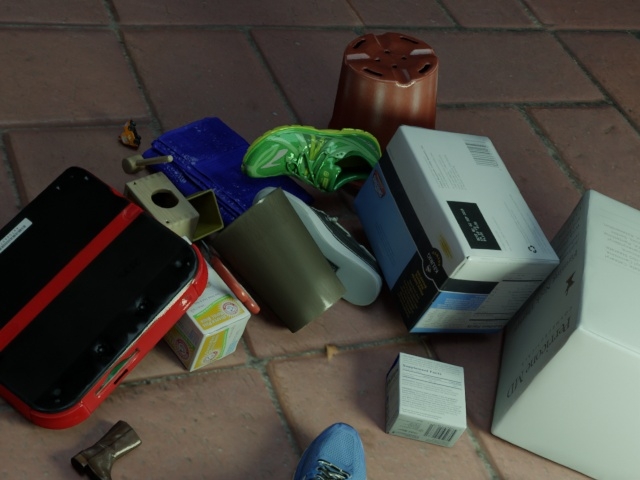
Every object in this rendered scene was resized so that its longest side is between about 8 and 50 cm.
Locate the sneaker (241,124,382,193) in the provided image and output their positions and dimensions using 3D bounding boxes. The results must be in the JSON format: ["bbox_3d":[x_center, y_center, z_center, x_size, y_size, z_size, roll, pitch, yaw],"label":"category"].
[{"bbox_3d":[-0.012,-0.162,1.917,0.296,0.109,0.123,-5,48,-14],"label":"sneaker"}]

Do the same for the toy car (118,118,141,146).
[{"bbox_3d":[-0.397,-0.196,1.949,0.041,0.060,0.122,-15,40,6],"label":"toy car"}]

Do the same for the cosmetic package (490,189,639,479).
[{"bbox_3d":[0.550,0.186,1.754,0.327,0.329,0.393,24,42,-2],"label":"cosmetic package"}]

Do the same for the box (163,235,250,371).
[{"bbox_3d":[-0.232,0.110,1.664,0.103,0.114,0.203,-22,59,-39],"label":"box"}]

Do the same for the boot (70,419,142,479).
[{"bbox_3d":[-0.310,0.338,1.467,0.106,0.037,0.114,40,41,15],"label":"boot"}]

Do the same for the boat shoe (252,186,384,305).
[{"bbox_3d":[0.003,-0.003,1.859,0.306,0.113,0.105,36,27,-2],"label":"boat shoe"}]

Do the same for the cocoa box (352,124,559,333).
[{"bbox_3d":[0.251,-0.018,1.848,0.231,0.228,0.347,4,47,-30],"label":"cocoa box"}]

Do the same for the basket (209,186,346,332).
[{"bbox_3d":[-0.069,0.043,1.736,0.154,0.204,0.227,-39,90,-34],"label":"basket"}]

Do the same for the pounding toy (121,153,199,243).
[{"bbox_3d":[-0.326,-0.077,1.763,0.094,0.181,0.206,-24,60,-38],"label":"pounding toy"}]

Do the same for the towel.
[{"bbox_3d":[-0.186,-0.135,1.958,0.308,0.076,0.228,40,46,18],"label":"towel"}]

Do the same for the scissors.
[{"bbox_3d":[-0.192,0.033,1.730,0.021,0.109,0.297,-41,46,-1],"label":"scissors"}]

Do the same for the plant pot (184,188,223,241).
[{"bbox_3d":[-0.252,-0.048,1.833,0.083,0.081,0.081,0,20,46],"label":"plant pot"}]

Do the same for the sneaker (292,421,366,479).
[{"bbox_3d":[0.015,0.408,1.448,0.130,0.147,0.330,20,42,-3],"label":"sneaker"}]

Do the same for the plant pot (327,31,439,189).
[{"bbox_3d":[0.141,-0.292,2.072,0.273,0.265,0.272,2,42,-2],"label":"plant pot"}]

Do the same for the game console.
[{"bbox_3d":[-0.416,0.086,1.568,0.342,0.060,0.386,33,64,19],"label":"game console"}]

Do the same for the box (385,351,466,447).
[{"bbox_3d":[0.187,0.285,1.698,0.126,0.072,0.137,15,44,-8],"label":"box"}]
